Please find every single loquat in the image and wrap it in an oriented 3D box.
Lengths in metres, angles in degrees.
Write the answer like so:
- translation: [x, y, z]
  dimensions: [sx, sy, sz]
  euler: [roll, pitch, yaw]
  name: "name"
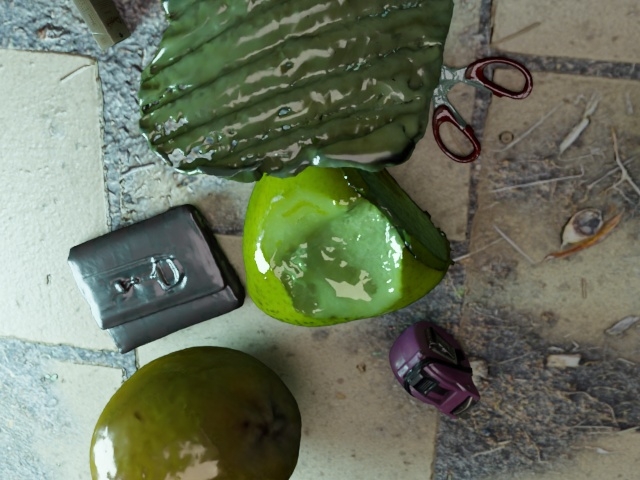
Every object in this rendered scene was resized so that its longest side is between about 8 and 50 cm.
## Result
- translation: [-0.177, 0.282, 1.150]
  dimensions: [0.284, 0.276, 0.276]
  euler: [-24, 108, 32]
  name: "loquat"

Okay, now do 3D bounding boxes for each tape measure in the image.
- translation: [0.157, 0.171, 1.114]
  dimensions: [0.125, 0.118, 0.074]
  euler: [31, 117, -23]
  name: "tape measure"

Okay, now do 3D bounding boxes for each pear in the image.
- translation: [0.000, 0.000, 1.046]
  dimensions: [0.292, 0.159, 0.292]
  euler: [6, 118, 11]
  name: "pear"

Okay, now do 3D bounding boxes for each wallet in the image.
- translation: [-0.240, 0.057, 1.185]
  dimensions: [0.229, 0.049, 0.182]
  euler: [-21, 106, 19]
  name: "wallet"

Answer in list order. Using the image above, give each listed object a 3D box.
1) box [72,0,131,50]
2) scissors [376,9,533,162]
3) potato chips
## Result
- translation: [-0.278, -0.286, 1.026]
  dimensions: [0.024, 0.053, 0.083]
  euler: [-19, 108, 21]
  name: "box"
- translation: [0.124, -0.212, 0.996]
  dimensions: [0.248, 0.017, 0.144]
  euler: [35, 116, -4]
  name: "scissors"
- translation: [-0.045, -0.249, 0.945]
  dimensions: [0.389, 0.097, 0.373]
  euler: [4, 90, 13]
  name: "potato chips"
